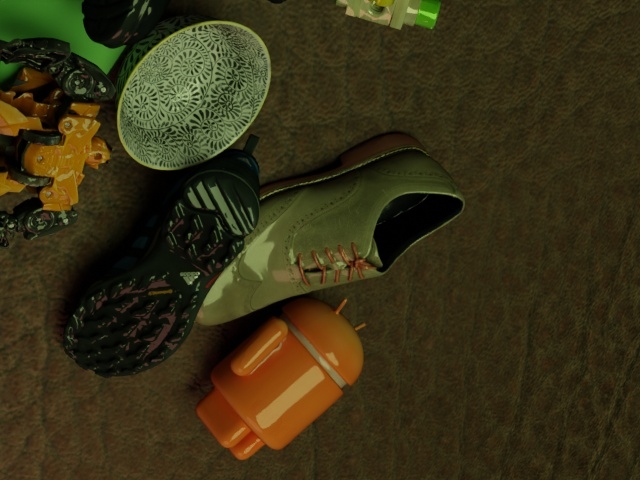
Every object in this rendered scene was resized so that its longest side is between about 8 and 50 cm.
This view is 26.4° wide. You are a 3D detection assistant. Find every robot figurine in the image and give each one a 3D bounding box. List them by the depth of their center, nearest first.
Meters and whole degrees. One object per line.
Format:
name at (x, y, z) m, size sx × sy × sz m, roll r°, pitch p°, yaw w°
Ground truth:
robot figurine at (-0.320, -0.095, 1.175) m, size 0.291 × 0.085 × 0.211 m, roll 3°, pitch 122°, yaw -34°
robot figurine at (-0.039, 0.156, 1.596) m, size 0.219 × 0.128 × 0.158 m, roll -42°, pitch 107°, yaw -3°

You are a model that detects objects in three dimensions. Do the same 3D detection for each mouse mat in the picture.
mouse mat at (-0.271, -0.171, 1.221) m, size 0.190 × 0.007 × 0.152 m, roll 28°, pitch 101°, yaw -45°

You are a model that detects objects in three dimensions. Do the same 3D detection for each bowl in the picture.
bowl at (-0.140, -0.160, 1.333) m, size 0.170 × 0.080 × 0.170 m, roll -24°, pitch 140°, yaw -22°

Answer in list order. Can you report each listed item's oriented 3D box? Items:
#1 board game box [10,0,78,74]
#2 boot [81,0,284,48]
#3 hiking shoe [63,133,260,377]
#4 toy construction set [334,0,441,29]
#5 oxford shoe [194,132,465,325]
board game box at (-0.395, -0.273, 1.103) m, size 0.390 × 0.050 × 0.390 m, roll -18°, pitch 128°, yaw -24°
boot at (-0.097, -0.260, 1.239) m, size 0.207 × 0.094 × 0.246 m, roll 22°, pitch 69°, yaw -41°
hiking shoe at (-0.154, 0.028, 1.435) m, size 0.113 × 0.132 × 0.304 m, roll 41°, pitch 117°, yaw -10°
toy construction set at (0.077, -0.343, 1.293) m, size 0.151 × 0.215 × 0.327 m, roll 4°, pitch 124°, yaw 7°
oxford shoe at (0.000, 0.000, 1.512) m, size 0.348 × 0.130 × 0.123 m, roll -33°, pitch 133°, yaw -13°
